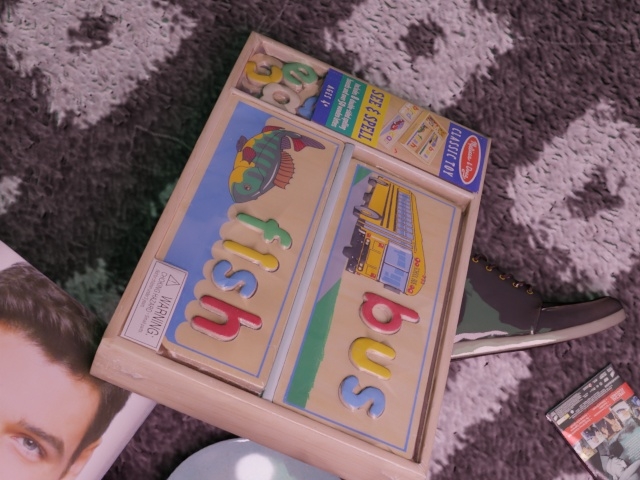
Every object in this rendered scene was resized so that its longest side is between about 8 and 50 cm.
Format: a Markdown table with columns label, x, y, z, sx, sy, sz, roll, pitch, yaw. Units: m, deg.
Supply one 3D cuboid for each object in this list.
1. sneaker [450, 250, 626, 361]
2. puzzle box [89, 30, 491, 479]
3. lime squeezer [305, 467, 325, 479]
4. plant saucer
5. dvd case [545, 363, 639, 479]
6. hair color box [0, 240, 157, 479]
| label | x | y | z | sx | sy | sz | roll | pitch | yaw |
| --- | --- | --- | --- | --- | --- | --- | --- | --- | --- |
| sneaker | 0.185 | 0.050 | 1.000 | 0.222 | 0.083 | 0.118 | -9 | 80 | -3 |
| puzzle box | 0.000 | 0.000 | 0.897 | 0.272 | 0.052 | 0.409 | 23 | 48 | -7 |
| lime squeezer | 0.027 | 0.104 | 1.009 | 0.110 | 0.059 | 0.310 | -6 | 81 | 27 |
| plant saucer | -0.059 | 0.273 | 0.927 | 0.195 | 0.037 | 0.195 | 7 | 47 | -8 |
| dvd case | 0.295 | 0.197 | 1.014 | 0.087 | 0.013 | 0.119 | -37 | 82 | -8 |
| hair color box | -0.299 | 0.201 | 0.756 | 0.185 | 0.113 | 0.374 | 39 | 60 | -7 |
